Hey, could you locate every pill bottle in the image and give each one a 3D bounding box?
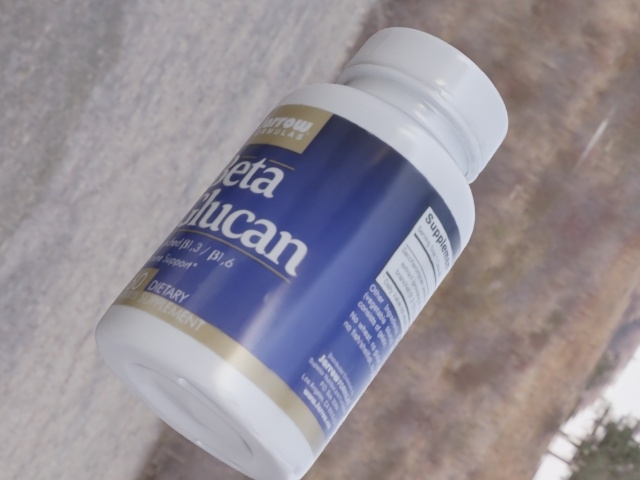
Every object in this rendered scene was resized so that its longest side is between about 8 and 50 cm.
[{"bbox_3d":[0.000,0.000,0.478,0.169,0.094,0.094,-53,174,-22],"label":"pill bottle"}]
